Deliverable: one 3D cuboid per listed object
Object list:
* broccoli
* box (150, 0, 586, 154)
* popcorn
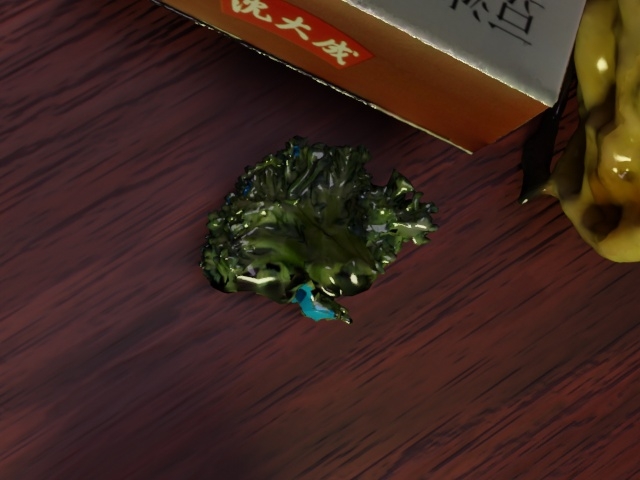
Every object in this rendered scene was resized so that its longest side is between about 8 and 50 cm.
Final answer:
[{"bbox_3d":[0.000,0.000,0.704,0.167,0.160,0.154,20,112,-21],"label":"broccoli"},{"bbox_3d":[0.044,-0.312,0.657,0.344,0.122,0.385,24,73,-13],"label":"box"},{"bbox_3d":[0.324,-0.128,0.716,0.382,0.349,0.349,-23,94,27],"label":"popcorn"}]
